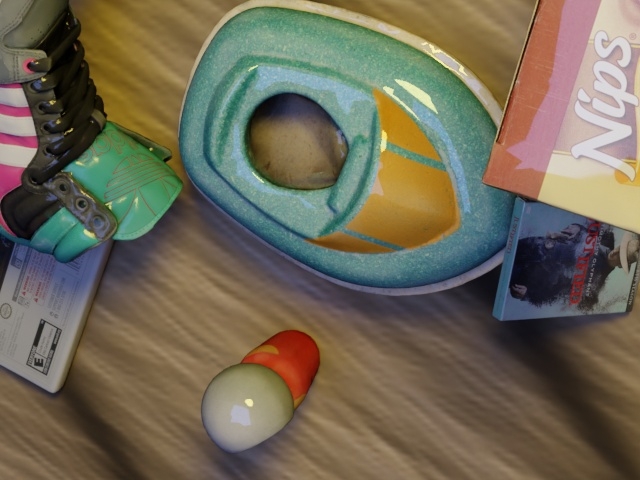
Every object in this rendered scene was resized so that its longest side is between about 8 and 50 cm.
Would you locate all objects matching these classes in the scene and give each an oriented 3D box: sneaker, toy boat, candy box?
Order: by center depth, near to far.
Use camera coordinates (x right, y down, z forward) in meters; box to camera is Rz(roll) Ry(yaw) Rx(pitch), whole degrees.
[{"bbox_3d":[0.179,-0.134,0.612,0.088,0.316,0.182,18,110,13],"label":"candy box"},{"bbox_3d":[0.000,0.000,0.798,0.268,0.148,0.318,23,110,11],"label":"toy boat"},{"bbox_3d":[-0.176,-0.086,0.800,0.178,0.123,0.295,31,137,-2],"label":"sneaker"}]

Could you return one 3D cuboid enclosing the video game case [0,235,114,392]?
[{"bbox_3d":[-0.270,0.013,0.958,0.173,0.022,0.190,27,112,9],"label":"video game case"}]

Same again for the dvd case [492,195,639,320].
[{"bbox_3d":[0.178,0.012,0.775,0.013,0.119,0.087,35,121,55],"label":"dvd case"}]
